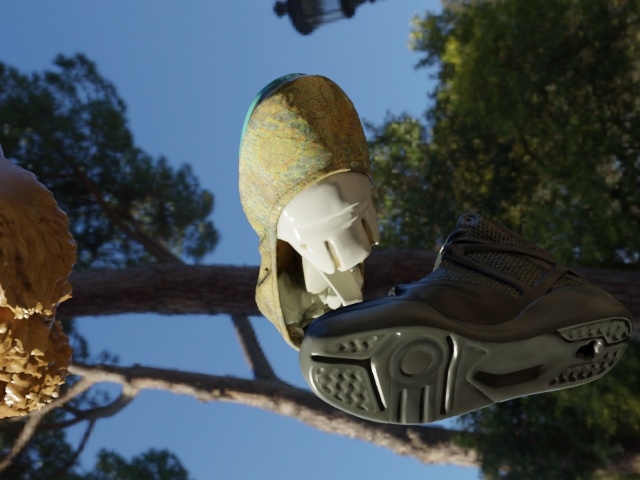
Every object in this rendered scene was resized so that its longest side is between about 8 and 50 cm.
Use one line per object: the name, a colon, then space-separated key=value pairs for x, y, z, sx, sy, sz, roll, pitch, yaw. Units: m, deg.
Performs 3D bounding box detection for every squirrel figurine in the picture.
squirrel figurine: x=-0.430 y=0.050 z=0.868 sx=0.370 sy=0.397 sz=0.281 roll=-57 pitch=0 yaw=17

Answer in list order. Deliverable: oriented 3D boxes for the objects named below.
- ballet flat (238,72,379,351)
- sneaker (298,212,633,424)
ballet flat: x=0.000 y=0.000 z=0.815 sx=0.348 sy=0.123 sz=0.123 roll=94 pitch=-166 yaw=-58
sneaker: x=0.080 y=0.048 z=0.620 sx=0.228 sy=0.130 sz=0.087 roll=-8 pitch=-57 yaw=-22
